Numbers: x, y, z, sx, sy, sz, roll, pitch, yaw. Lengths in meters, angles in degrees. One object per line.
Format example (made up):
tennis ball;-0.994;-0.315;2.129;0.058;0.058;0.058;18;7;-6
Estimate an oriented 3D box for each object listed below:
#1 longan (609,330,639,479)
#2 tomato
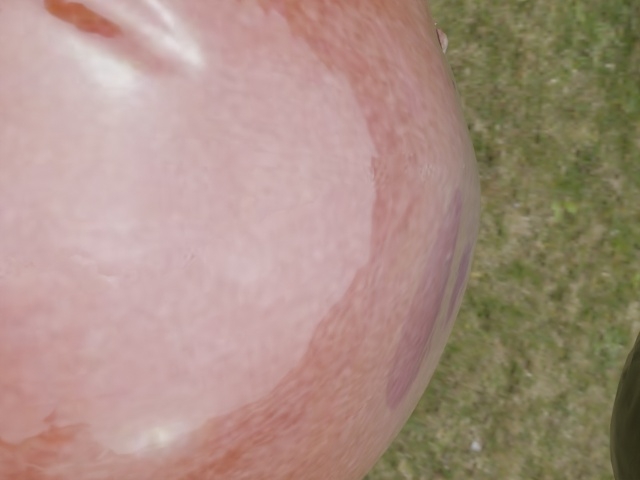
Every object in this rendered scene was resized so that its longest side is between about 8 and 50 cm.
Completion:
longan;0.496;0.184;1.307;0.404;0.404;0.436;49;55;-23
tomato;-0.072;-0.027;0.497;0.273;0.341;0.341;-8;101;-1
